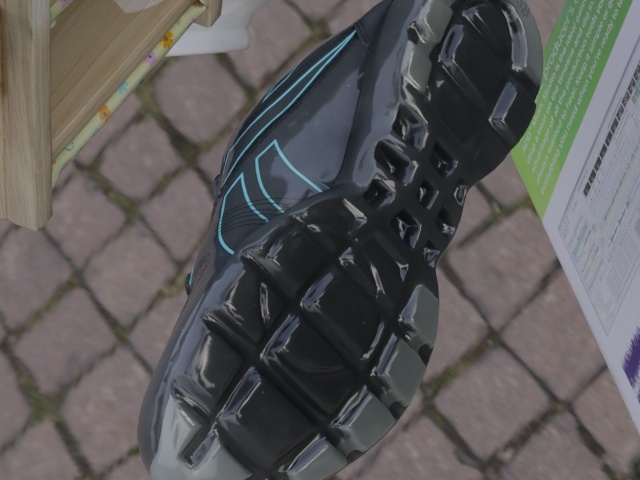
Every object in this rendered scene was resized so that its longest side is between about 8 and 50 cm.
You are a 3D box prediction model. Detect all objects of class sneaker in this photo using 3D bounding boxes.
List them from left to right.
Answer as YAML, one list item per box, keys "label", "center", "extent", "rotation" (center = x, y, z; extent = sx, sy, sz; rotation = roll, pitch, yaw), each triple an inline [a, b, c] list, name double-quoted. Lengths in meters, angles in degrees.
- label: "sneaker"
  center: [0.000, 0.000, 0.731]
  extent: [0.106, 0.101, 0.267]
  rotation: [-8, 41, 49]

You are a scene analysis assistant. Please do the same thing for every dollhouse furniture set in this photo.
- label: "dollhouse furniture set"
  center: [-0.138, -0.072, 0.503]
  extent: [0.161, 0.101, 0.182]
  rotation: [25, 50, 13]

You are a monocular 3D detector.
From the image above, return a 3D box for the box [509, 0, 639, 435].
- label: "box"
  center: [0.181, -0.039, 0.769]
  extent: [0.322, 0.058, 0.232]
  rotation: [-108, 29, -48]

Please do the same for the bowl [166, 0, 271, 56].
- label: "bowl"
  center: [-0.106, -0.151, 0.831]
  extent: [0.298, 0.298, 0.134]
  rotation: [-1, 97, 24]
